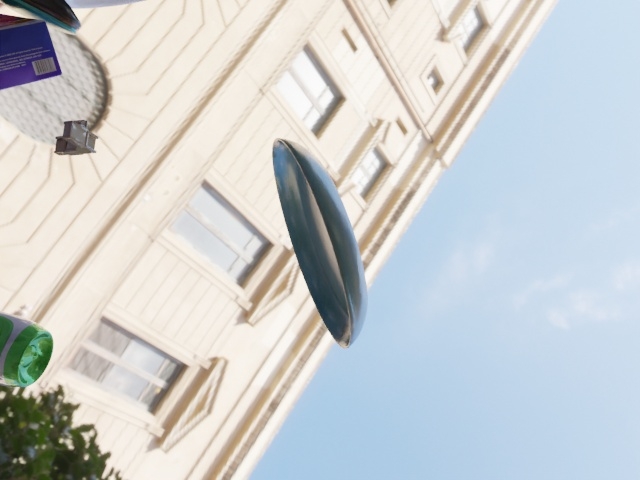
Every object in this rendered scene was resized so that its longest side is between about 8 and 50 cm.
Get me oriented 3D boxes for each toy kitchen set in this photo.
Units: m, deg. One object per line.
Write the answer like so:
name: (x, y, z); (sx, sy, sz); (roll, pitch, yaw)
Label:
toy kitchen set: (-0.460, -0.200, 1.092); (0.083, 0.075, 0.068); (-2, -104, 18)

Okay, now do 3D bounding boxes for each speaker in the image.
speaker: (-0.664, 0.180, 1.125); (0.296, 0.131, 0.131); (15, -115, 7)

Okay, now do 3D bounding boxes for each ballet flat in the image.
ballet flat: (-0.491, -0.399, 0.907); (0.280, 0.095, 0.096); (17, -90, -2)

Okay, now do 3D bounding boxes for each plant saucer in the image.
plant saucer: (0.000, 0.000, 0.876); (0.043, 0.318, 0.318); (-18, -136, -12)

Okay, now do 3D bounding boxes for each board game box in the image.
board game box: (-0.580, -0.240, 0.836); (0.347, 0.078, 0.233); (-28, -145, -33)

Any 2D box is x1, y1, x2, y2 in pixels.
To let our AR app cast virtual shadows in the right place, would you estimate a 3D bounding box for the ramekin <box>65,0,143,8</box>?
ramekin: (-0.383, -0.538, 1.137); (0.276, 0.135, 0.277); (-10, -164, 3)
